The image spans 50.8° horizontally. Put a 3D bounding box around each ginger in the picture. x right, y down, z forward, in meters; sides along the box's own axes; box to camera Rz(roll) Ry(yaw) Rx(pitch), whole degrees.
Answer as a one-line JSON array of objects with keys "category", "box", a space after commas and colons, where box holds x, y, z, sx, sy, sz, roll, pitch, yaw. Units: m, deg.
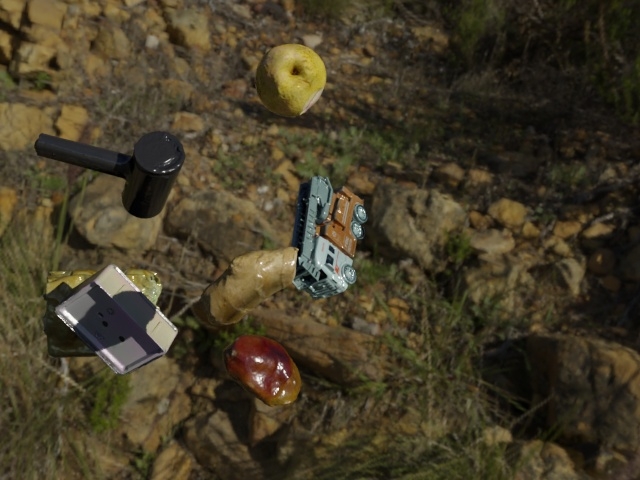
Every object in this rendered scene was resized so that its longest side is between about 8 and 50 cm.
[{"category": "ginger", "box": [-0.110, 0.067, 1.017, 0.069, 0.190, 0.095, 59, 21, 20]}]

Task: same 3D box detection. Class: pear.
[{"category": "pear", "box": [-0.067, -0.373, 1.562, 0.178, 0.178, 0.178, 16, 14, -4]}]

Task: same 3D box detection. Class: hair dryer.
[{"category": "hair dryer", "box": [-0.385, -0.140, 1.216, 0.251, 0.089, 0.197, 17, -29, -15]}]

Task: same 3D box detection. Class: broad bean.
[{"category": "broad bean", "box": [-0.141, 0.324, 1.692, 0.228, 0.122, 0.156, 37, 25, -16]}]

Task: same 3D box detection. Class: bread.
[{"category": "bread", "box": [-0.482, 0.157, 1.483, 0.252, 0.196, 0.238, 4, -5, -19]}]

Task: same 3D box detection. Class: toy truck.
[{"category": "toy truck", "box": [0.000, 0.000, 1.735, 0.133, 0.338, 0.184, -21, -49, 37]}]

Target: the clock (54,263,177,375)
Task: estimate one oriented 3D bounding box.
[{"category": "clock", "box": [-0.387, 0.154, 1.287, 0.192, 0.147, 0.071, 50, 31, -17]}]
